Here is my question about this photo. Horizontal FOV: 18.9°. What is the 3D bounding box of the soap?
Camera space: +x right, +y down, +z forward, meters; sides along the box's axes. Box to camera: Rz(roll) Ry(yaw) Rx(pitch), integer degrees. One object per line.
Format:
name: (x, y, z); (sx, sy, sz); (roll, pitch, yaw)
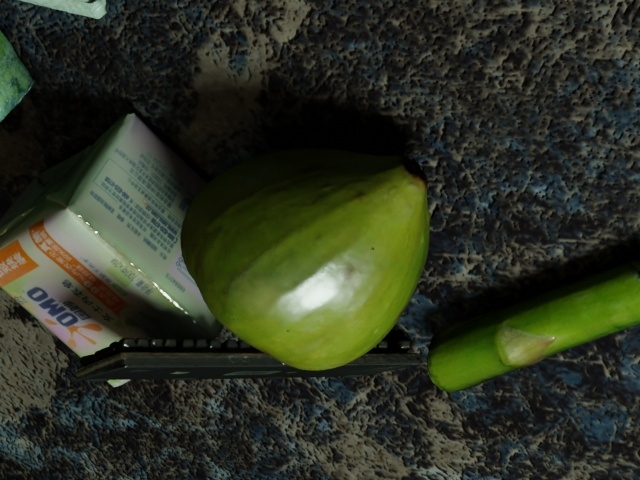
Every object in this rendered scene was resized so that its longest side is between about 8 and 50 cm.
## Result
soap: (-0.184, 0.013, 1.785); (0.199, 0.138, 0.182); (43, 141, -18)

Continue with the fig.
fig: (0.000, 0.000, 1.641); (0.225, 0.203, 0.203); (-41, 108, 18)

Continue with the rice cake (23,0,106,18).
rice cake: (-0.240, -0.215, 1.667); (0.121, 0.021, 0.022); (15, 144, 20)

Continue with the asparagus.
asparagus: (0.199, 0.071, 1.671); (0.278, 0.067, 0.060); (-25, 90, 42)

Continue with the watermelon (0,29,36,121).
watermelon: (-0.431, -0.170, 1.731); (0.261, 0.213, 0.201); (52, 153, -17)

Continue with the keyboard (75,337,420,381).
keyboard: (-0.060, 0.108, 1.742); (0.317, 0.027, 0.106); (3, 167, -35)
